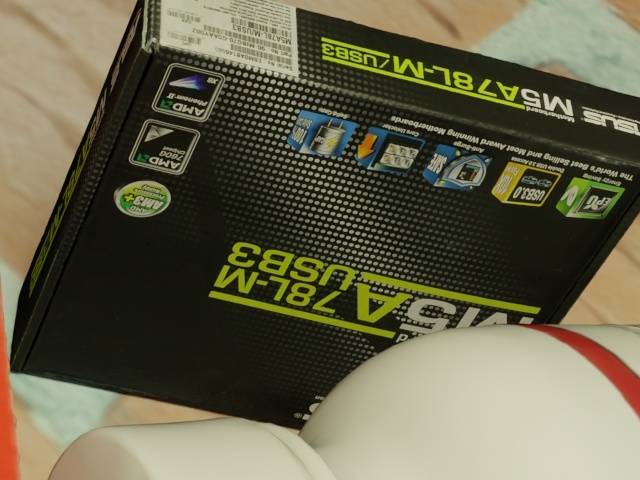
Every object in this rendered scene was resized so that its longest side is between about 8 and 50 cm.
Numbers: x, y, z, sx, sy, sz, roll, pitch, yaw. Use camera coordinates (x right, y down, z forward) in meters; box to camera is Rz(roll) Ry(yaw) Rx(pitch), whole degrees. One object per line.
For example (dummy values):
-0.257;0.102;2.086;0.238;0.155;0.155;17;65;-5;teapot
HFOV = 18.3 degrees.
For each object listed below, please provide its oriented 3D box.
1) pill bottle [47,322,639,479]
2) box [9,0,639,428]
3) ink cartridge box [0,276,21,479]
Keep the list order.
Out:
0.123;0.139;0.631;0.408;0.229;0.229;1;51;-25;pill bottle
0.000;0.000;0.726;0.191;0.184;0.045;13;44;-16;box
-0.275;0.065;0.541;0.385;0.091;0.308;-4;49;-11;ink cartridge box
